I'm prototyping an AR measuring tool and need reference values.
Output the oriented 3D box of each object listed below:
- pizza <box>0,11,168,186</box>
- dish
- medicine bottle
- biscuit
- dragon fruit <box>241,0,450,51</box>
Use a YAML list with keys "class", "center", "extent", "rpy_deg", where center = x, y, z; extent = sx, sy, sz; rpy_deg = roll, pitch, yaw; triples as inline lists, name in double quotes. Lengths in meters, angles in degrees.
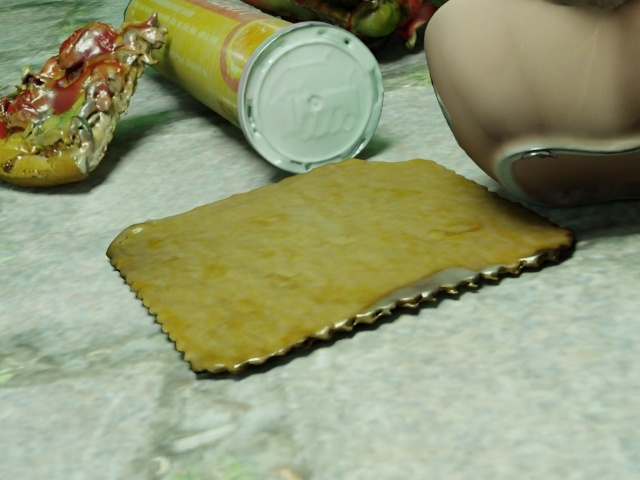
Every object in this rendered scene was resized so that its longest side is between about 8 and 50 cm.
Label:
- class: "pizza"
  center: [-0.210, -0.127, 0.955]
  extent: [0.201, 0.053, 0.193]
  rpy_deg: [9, 55, 48]
- class: "dish"
  center: [0.165, -0.075, 0.654]
  extent: [0.213, 0.090, 0.213]
  rpy_deg: [0, -18, 0]
- class: "medicine bottle"
  center: [-0.084, -0.158, 0.991]
  extent: [0.108, 0.108, 0.426]
  rpy_deg: [-18, 23, -17]
- class: "biscuit"
  center: [0.000, 0.000, 0.699]
  extent: [0.232, 0.013, 0.237]
  rpy_deg: [-19, 25, -17]
- class: "dragon fruit"
  center: [0.012, -0.297, 1.081]
  extent: [0.303, 0.237, 0.231]
  rpy_deg: [8, 4, -23]
